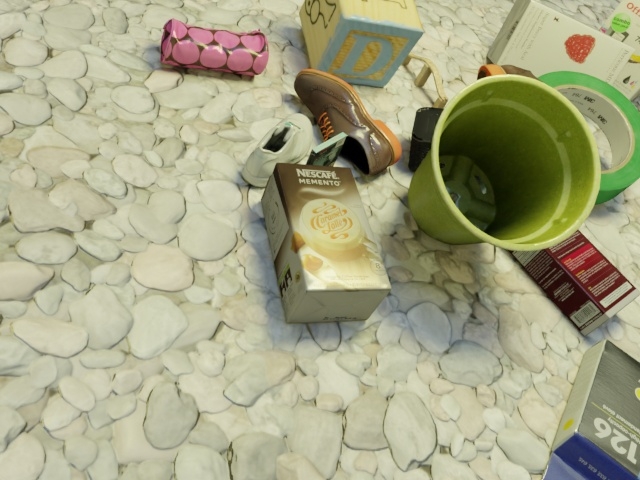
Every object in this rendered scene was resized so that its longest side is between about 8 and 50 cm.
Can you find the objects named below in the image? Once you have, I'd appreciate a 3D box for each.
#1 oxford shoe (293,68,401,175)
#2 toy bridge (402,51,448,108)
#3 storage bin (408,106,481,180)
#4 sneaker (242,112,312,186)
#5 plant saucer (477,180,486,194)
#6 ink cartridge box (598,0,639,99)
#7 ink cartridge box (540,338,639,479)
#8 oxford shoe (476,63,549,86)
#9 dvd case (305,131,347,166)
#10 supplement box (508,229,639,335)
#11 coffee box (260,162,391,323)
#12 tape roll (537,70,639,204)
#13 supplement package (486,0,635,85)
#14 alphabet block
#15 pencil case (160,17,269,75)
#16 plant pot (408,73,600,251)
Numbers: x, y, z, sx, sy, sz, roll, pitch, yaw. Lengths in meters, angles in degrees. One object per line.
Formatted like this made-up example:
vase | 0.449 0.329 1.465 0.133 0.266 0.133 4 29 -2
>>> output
oxford shoe | 0.034 -0.235 1.136 0.271 0.097 0.098 43 55 13
toy bridge | 0.250 -0.399 1.384 0.026 0.063 0.188 -11 59 -30
storage bin | 0.276 -0.199 1.178 0.180 0.084 0.122 9 47 10
sneaker | -0.063 -0.186 1.050 0.080 0.094 0.212 29 47 3
plant saucer | 0.401 -0.131 1.182 0.194 0.037 0.195 -10 39 9
ink cartridge box | 0.901 -0.555 1.659 0.198 0.270 0.197 45 49 16
ink cartridge box | 0.517 0.349 0.886 0.303 0.072 0.307 38 46 8
oxford shoe | 0.438 -0.255 1.175 0.132 0.130 0.364 -8 49 -4
dvd case | -0.002 -0.129 1.012 0.013 0.119 0.087 43 49 13
supplement box | 0.473 0.049 1.108 0.130 0.073 0.239 -21 64 -35
coffee box | 0.000 0.000 0.921 0.141 0.098 0.247 1 53 -24
tape roll | 0.588 -0.239 1.330 0.321 0.077 0.321 3 65 -7
supplement package | 0.620 -0.494 1.519 0.292 0.178 0.175 23 26 -4
alphabet block | 0.082 -0.481 1.272 0.193 0.192 0.197 1 65 -26
pencil case | -0.212 -0.389 1.155 0.209 0.095 0.098 0 88 -26
plant pot | 0.275 -0.098 0.989 0.276 0.254 0.276 2 79 -10
